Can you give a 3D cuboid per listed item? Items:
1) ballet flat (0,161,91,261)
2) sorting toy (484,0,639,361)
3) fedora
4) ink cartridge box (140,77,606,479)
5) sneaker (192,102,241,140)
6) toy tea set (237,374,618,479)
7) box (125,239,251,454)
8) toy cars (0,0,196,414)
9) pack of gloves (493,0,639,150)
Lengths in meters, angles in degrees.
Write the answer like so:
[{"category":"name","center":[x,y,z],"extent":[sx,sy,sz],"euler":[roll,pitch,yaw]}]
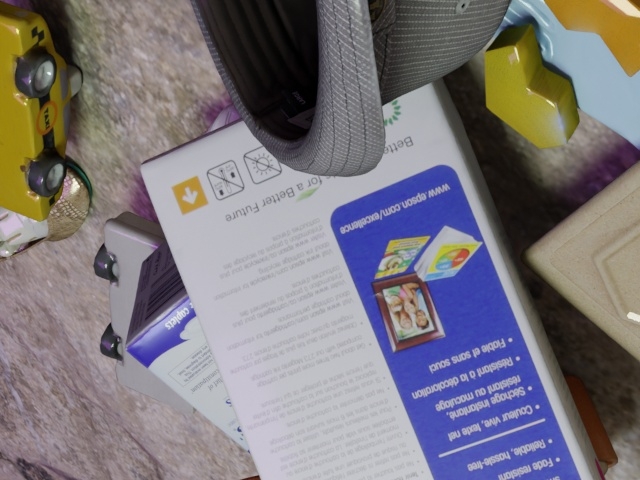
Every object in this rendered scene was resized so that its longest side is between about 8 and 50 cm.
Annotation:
[{"category":"ballet flat","center":[-0.275,-0.016,1.085],"extent":[0.073,0.067,0.206],"euler":[54,145,-7]},{"category":"sorting toy","center":[0.192,0.005,0.568],"extent":[0.307,0.041,0.229],"euler":[40,147,-3]},{"category":"fedora","center":[0.007,-0.165,0.521],"extent":[0.244,0.124,0.276],"euler":[47,155,54]},{"category":"ink cartridge box","center":[0.047,0.093,0.666],"extent":[0.175,0.069,0.371],"euler":[-22,86,15]},{"category":"sneaker","center":[0.000,0.000,0.779],"extent":[0.232,0.090,0.115],"euler":[45,142,3]},{"category":"toy tea set","center":[0.054,0.198,0.804],"extent":[0.336,0.200,0.124],"euler":[-41,55,53]},{"category":"box","center":[-0.061,0.066,0.839],"extent":[0.072,0.126,0.137],"euler":[-40,112,17]},{"category":"toy cars","center":[-0.177,-0.034,0.948],"extent":[0.176,0.087,0.394],"euler":[-17,115,41]},{"category":"pack of gloves","center":[0.186,-0.108,0.518],"extent":[0.232,0.046,0.195],"euler":[38,145,-1]}]
